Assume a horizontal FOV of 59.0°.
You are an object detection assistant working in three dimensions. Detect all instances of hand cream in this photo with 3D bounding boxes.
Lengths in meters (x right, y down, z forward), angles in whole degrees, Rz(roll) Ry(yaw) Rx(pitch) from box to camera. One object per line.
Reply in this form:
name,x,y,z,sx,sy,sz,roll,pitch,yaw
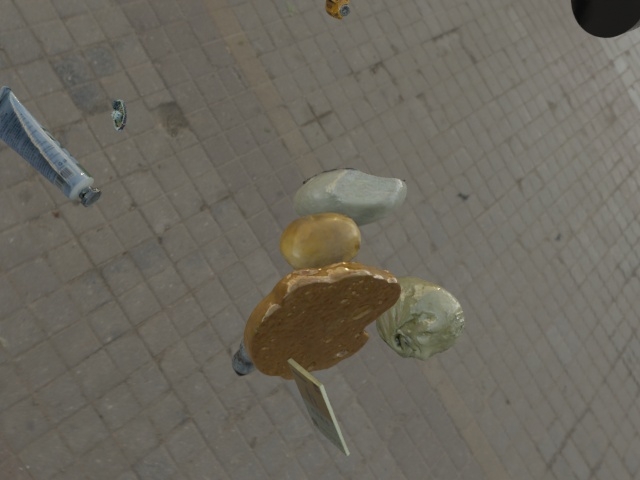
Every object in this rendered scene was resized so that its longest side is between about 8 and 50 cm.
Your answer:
hand cream,-0.495,-0.160,1.006,0.256,0.088,0.055,42,17,1

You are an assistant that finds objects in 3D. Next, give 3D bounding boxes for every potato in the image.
potato,0.000,0.000,1.537,0.233,0.146,0.150,-9,36,-29

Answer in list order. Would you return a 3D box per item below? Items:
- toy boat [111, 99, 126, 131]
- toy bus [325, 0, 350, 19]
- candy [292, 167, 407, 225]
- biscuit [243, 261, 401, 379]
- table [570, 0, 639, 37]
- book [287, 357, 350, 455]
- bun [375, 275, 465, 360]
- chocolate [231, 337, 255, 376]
toy boat,-0.498,-0.307,1.393,0.038,0.038,0.083,1,78,-33
toy bus,0.050,-0.646,1.419,0.074,0.162,0.069,5,30,-38
candy,0.088,-0.136,2.063,0.385,0.426,0.186,1,85,-33
biscuit,0.002,0.168,1.185,0.351,0.312,0.057,-10,45,-30
table,0.485,-0.407,0.935,0.043,0.133,0.134,-27,91,-29
book,-0.004,0.308,1.047,0.012,0.118,0.172,-30,117,-23
bun,0.344,0.287,2.061,0.326,0.362,0.234,48,57,-5
chocolate,-0.199,0.315,1.554,0.072,0.167,0.072,14,45,-14
